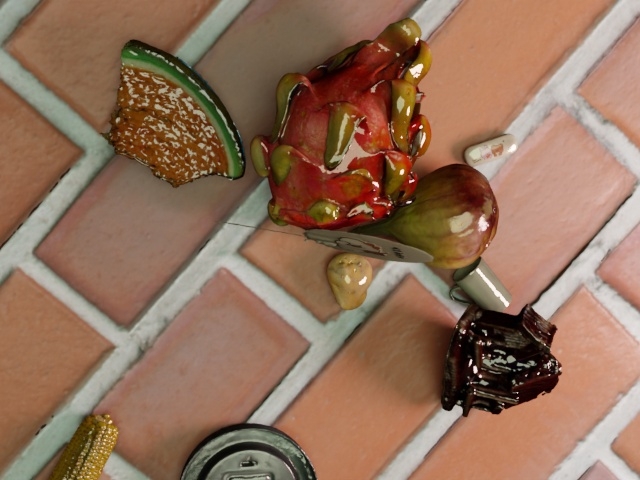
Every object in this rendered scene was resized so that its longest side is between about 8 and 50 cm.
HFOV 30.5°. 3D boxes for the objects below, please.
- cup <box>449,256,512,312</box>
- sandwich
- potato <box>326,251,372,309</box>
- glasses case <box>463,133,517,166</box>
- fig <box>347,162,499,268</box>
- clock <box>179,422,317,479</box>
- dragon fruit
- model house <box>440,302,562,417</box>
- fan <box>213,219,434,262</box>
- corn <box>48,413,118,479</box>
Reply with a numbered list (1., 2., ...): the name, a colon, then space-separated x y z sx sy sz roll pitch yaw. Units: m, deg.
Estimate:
1. cup: 0.240 0.077 1.781 0.075 0.054 0.083 -43 106 -1
2. sandwich: -0.201 -0.167 1.661 0.235 0.079 0.159 32 104 -9
3. potato: 0.043 0.060 1.747 0.068 0.062 0.083 -1 119 1
4. glasses case: 0.256 -0.136 1.762 0.083 0.021 0.032 -19 104 -5
5. fig: 0.156 -0.010 1.709 0.230 0.160 0.143 -34 86 8
6. clock: -0.110 0.382 1.783 0.214 0.042 0.215 -2 100 -8
7. dragon fruit: 0.045 -0.144 1.635 0.307 0.227 0.243 -29 105 -17
8. model house: 0.274 0.182 1.741 0.164 0.203 0.141 18 62 15
9. fan: 0.000 0.001 1.655 0.329 0.191 0.009 10 82 12
10. corn: -0.361 0.348 1.723 0.068 0.068 0.207 30 93 -13
